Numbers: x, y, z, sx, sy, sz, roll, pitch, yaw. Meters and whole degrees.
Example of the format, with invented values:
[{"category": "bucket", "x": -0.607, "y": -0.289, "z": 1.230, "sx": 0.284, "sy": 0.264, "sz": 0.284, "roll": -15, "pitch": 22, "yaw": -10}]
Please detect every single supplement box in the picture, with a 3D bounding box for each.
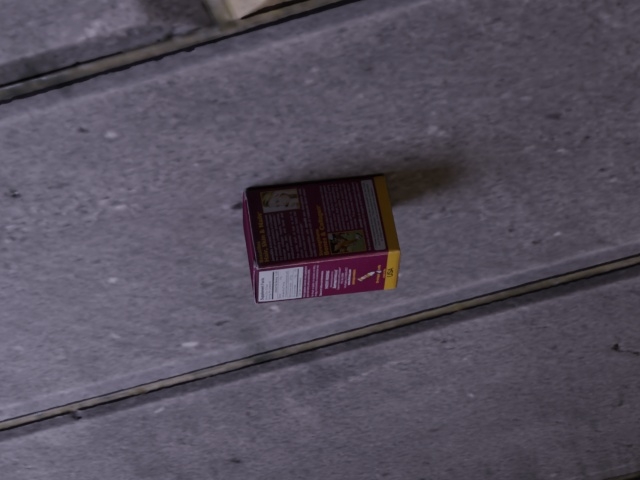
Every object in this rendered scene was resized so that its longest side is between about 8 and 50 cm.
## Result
[{"category": "supplement box", "x": 0.000, "y": 0.000, "z": 1.067, "sx": 0.083, "sy": 0.055, "sz": 0.043, "roll": -6, "pitch": 148, "yaw": -6}]
